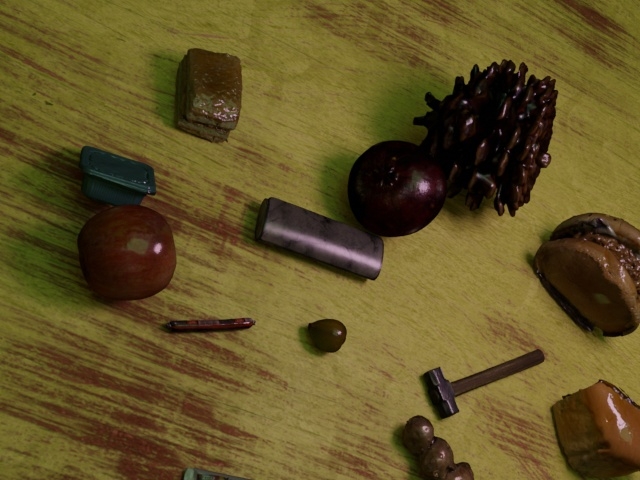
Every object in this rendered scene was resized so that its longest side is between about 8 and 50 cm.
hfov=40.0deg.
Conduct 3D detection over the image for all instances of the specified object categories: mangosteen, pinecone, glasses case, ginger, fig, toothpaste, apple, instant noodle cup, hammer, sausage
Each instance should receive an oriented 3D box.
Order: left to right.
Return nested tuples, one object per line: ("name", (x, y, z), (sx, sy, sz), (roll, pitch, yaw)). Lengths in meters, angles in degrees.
("instant noodle cup", (-0.418, -0.122, 1.785), (0.157, 0.070, 0.179), (19, 16, -19))
("apple", (-0.375, 0.024, 1.698), (0.173, 0.188, 0.188), (-10, 70, -22))
("sausage", (-0.223, 0.173, 1.807), (0.198, 0.025, 0.028), (0, 51, -29))
("toothpaste", (-0.141, 0.484, 1.687), (0.255, 0.037, 0.067), (13, 60, -18))
("glasses case", (0.000, 0.000, 1.998), (0.299, 0.060, 0.114), (19, 58, -19))
("fig", (0.013, 0.201, 1.897), (0.087, 0.074, 0.074), (20, 56, 0))
("mangosteen", (0.191, -0.113, 2.088), (0.261, 0.235, 0.236), (36, 40, -60))
("ginger", (0.250, 0.466, 1.885), (0.204, 0.080, 0.104), (49, 39, -1))
("pinecone", (0.412, -0.265, 2.186), (0.397, 0.398, 0.398), (13, 60, -23))
("hammer", (0.398, 0.316, 2.074), (0.365, 0.043, 0.111), (-12, 71, -35))

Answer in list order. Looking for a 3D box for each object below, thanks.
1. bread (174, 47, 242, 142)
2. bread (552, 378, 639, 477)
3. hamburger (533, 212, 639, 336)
("bread", (-0.254, -0.334, 2.006), (0.138, 0.102, 0.196), (11, 62, -21))
("bread", (0.677, 0.458, 2.050), (0.262, 0.204, 0.163), (40, 50, -1))
("hamburger", (0.720, 0.085, 2.231), (0.195, 0.277, 0.318), (-38, 92, -29))
